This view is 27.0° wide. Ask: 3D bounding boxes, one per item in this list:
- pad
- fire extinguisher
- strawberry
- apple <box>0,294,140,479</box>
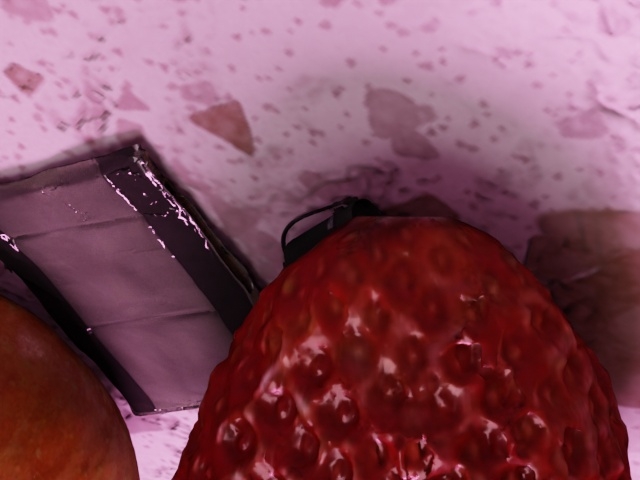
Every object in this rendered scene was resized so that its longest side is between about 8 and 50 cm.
[{"bbox_3d":[-0.117,0.035,0.872,0.174,0.022,0.233,-12,131,33],"label":"pad"},{"bbox_3d":[0.000,0.000,0.781,0.083,0.025,0.038,-32,82,44],"label":"fire extinguisher"},{"bbox_3d":[0.048,0.150,0.782,0.292,0.309,0.292,7,175,1],"label":"strawberry"},{"bbox_3d":[-0.275,0.176,0.909,0.309,0.250,0.277,39,143,-18],"label":"apple"}]
